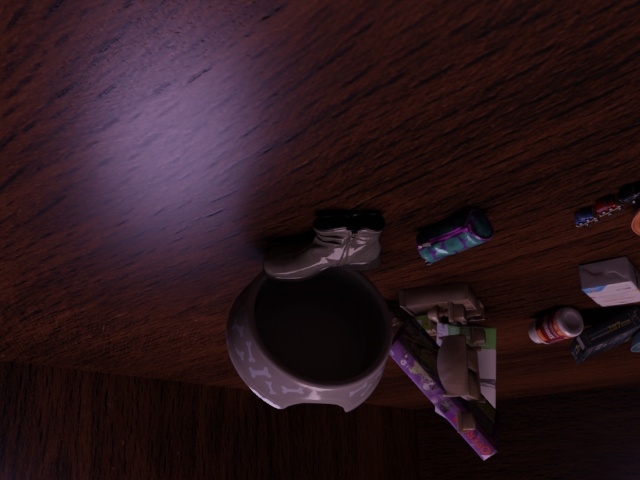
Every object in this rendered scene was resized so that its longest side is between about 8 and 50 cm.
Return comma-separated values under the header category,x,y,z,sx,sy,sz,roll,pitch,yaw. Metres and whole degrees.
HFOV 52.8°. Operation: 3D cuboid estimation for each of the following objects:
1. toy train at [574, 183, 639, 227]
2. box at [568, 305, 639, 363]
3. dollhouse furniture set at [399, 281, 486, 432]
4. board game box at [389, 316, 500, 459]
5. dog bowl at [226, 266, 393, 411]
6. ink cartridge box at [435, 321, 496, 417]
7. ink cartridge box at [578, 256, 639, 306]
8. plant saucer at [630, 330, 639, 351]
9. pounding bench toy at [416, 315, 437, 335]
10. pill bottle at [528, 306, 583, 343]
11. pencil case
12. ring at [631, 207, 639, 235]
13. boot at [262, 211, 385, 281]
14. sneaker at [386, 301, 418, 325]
category,x,y,z,sx,sy,sz,roll,pitch,yaw
toy train,0.498,-0.058,1.119,0.036,0.027,0.158,12,155,-20
box,0.828,0.277,1.869,0.184,0.059,0.232,-26,156,5
dollhouse furniture set,0.306,0.300,1.589,0.174,0.355,0.303,-9,158,23
board game box,0.313,0.358,1.612,0.056,0.347,0.208,-43,175,16
dog bowl,-0.011,0.177,1.315,0.349,0.348,0.102,6,143,-16
ink cartridge box,0.412,0.376,1.840,0.115,0.272,0.198,2,176,-7
ink cartridge box,0.671,0.098,1.478,0.104,0.061,0.181,-14,155,32
plant saucer,1.030,0.243,1.816,0.318,0.043,0.317,-11,155,-5
pounding bench toy,0.291,0.249,1.874,0.083,0.052,0.065,-10,157,24
pill bottle,0.661,0.245,1.825,0.086,0.086,0.152,7,157,-18
pencil case,0.245,-0.006,1.198,0.070,0.064,0.152,-5,165,-37
ring,0.693,-0.071,1.064,0.337,0.032,0.336,-3,161,-1
boot,0.000,0.000,1.216,0.247,0.083,0.161,-8,151,3
sneaker,0.190,0.205,1.732,0.189,0.071,0.066,12,156,-28
